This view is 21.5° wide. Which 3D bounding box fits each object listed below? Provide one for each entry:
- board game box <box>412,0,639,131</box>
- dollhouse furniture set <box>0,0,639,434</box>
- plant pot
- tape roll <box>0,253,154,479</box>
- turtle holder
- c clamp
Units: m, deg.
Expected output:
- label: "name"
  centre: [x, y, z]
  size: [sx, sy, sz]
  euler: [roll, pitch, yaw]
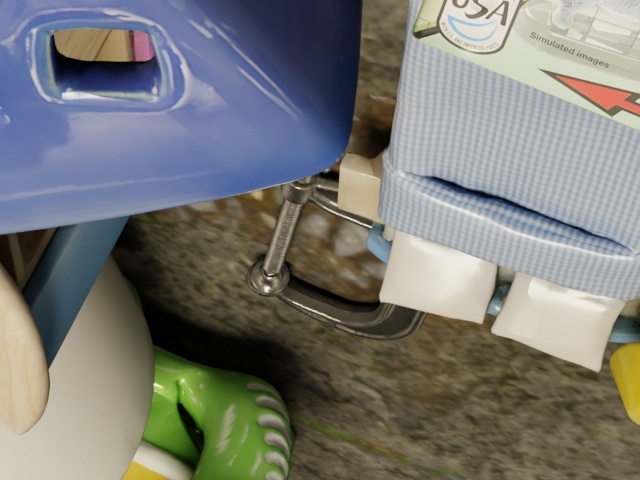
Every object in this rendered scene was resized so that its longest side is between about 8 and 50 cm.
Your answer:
- label: "board game box"
  centre: [0.205, -0.090, 0.467]
  size: [0.317, 0.046, 0.213]
  euler: [22, 133, 3]
- label: "dollhouse furniture set"
  centre: [0.020, -0.021, 0.622]
  size: [0.303, 0.198, 0.286]
  euler: [19, 151, 7]
- label: "plant pot"
  centre: [-0.134, -0.143, 0.413]
  size: [0.236, 0.236, 0.212]
  euler: [-8, 156, 22]
- label: "tape roll"
  centre: [-0.225, 0.046, 0.860]
  size: [0.246, 0.246, 0.169]
  euler: [11, 149, 22]
- label: "turtle holder"
  centre: [-0.135, 0.170, 1.017]
  size: [0.320, 0.227, 0.243]
  euler: [10, 148, 23]
- label: "c clamp"
  centre: [0.000, 0.000, 0.856]
  size: [0.137, 0.022, 0.161]
  euler: [16, 149, 4]
